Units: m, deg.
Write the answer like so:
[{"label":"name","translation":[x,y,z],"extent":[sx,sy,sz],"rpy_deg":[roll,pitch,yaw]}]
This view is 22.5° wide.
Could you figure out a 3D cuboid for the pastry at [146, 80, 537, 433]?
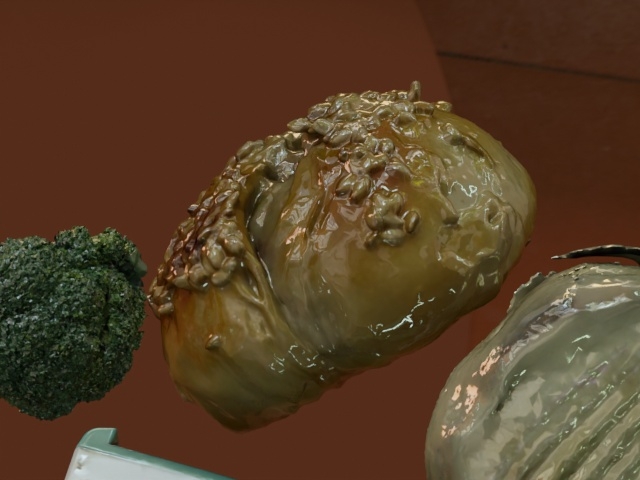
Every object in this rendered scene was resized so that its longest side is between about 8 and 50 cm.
[{"label":"pastry","translation":[0.000,0.000,1.213],"extent":[0.184,0.315,0.284],"rpy_deg":[57,31,-7]}]

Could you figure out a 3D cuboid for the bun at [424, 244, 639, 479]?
[{"label":"bun","translation":[0.173,0.118,0.882],"extent":[0.239,0.141,0.239],"rpy_deg":[0,94,0]}]

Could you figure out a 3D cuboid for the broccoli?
[{"label":"broccoli","translation":[-0.241,0.067,1.445],"extent":[0.195,0.156,0.195],"rpy_deg":[-16,131,-20]}]

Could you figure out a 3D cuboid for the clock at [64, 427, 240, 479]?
[{"label":"clock","translation":[-0.084,0.279,1.208],"extent":[0.231,0.262,0.116],"rpy_deg":[14,51,9]}]
